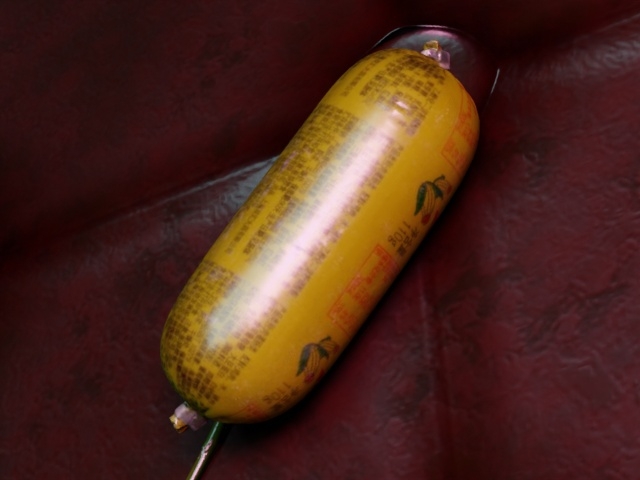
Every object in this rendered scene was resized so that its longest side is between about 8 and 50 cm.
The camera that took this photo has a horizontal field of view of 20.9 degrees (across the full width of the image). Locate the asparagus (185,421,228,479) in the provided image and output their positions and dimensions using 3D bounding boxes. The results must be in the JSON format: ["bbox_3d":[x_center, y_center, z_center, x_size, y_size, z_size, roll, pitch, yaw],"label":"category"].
[{"bbox_3d":[-0.095,0.175,1.288,0.016,0.013,0.166,27,74,-1],"label":"asparagus"}]

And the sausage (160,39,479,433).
[{"bbox_3d":[0.000,0.000,1.268,0.123,0.123,0.347,28,79,42],"label":"sausage"}]
